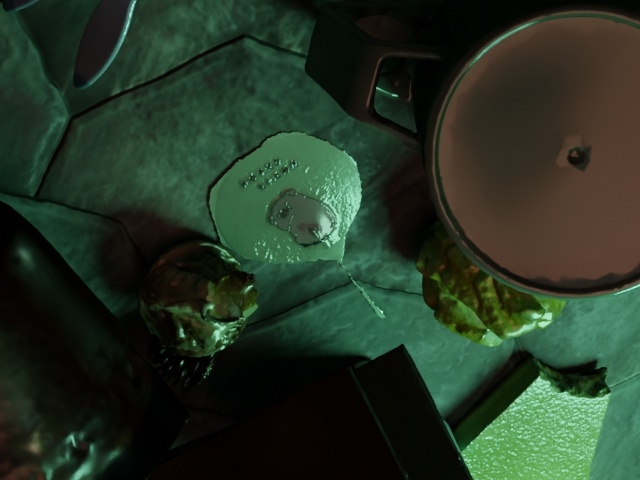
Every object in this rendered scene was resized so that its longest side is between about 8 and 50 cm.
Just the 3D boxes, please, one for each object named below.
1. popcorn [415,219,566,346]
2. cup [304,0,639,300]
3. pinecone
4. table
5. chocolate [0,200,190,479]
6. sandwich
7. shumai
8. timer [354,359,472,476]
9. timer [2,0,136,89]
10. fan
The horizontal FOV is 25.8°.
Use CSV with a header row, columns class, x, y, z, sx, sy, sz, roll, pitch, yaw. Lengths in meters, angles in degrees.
class,x,y,z,sx,sy,sz,roll,pitch,yaw
popcorn,0.212,0.035,1.639,0.185,0.167,0.187,-14,167,-35
cup,0.194,-0.114,1.361,0.400,0.392,0.310,-12,103,10
pinecone,-0.166,0.137,1.650,0.083,0.077,0.077,20,117,-15
table,-0.017,0.258,1.516,0.282,0.196,0.250,-29,172,16
chocolate,-0.377,0.114,1.436,0.383,0.384,0.331,-22,110,0
sandwich,0.255,0.248,1.859,0.244,0.063,0.212,-1,121,-16
shumai,-0.128,0.071,1.576,0.145,0.116,0.146,-8,107,-27
timer,0.067,0.305,1.757,0.192,0.195,0.194,-40,124,13
timer,-0.184,-0.284,1.326,0.175,0.175,0.255,7,149,-20
fan,0.000,0.001,1.641,0.182,0.010,0.310,-35,125,9
